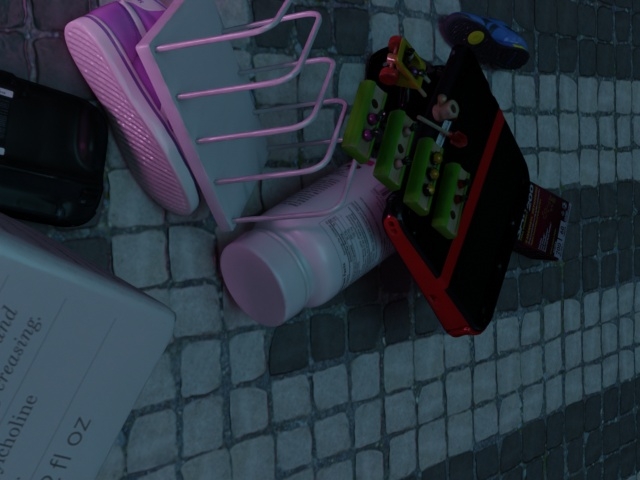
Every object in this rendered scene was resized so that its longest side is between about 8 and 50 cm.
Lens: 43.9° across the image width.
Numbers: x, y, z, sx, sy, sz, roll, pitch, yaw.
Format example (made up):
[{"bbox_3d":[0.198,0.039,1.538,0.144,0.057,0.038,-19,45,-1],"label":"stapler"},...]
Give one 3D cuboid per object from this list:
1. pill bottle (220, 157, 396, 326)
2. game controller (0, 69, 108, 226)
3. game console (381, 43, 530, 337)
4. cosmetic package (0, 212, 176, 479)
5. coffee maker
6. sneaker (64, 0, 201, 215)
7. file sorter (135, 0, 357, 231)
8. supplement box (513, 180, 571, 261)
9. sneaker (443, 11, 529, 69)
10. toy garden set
[{"bbox_3d":[0.000,0.000,1.181,0.283,0.160,0.160,-33,113,-36],"label":"pill bottle"},{"bbox_3d":[-0.390,-0.118,0.903,0.319,0.067,0.166,14,69,-42],"label":"game controller"},{"bbox_3d":[0.231,-0.072,1.293,0.342,0.060,0.386,51,50,-37],"label":"game console"},{"bbox_3d":[-0.413,0.096,0.673,0.394,0.327,0.329,30,84,-38],"label":"cosmetic package"},{"bbox_3d":[0.165,-0.233,1.364,0.178,0.120,0.171,7,112,-41],"label":"coffee maker"},{"bbox_3d":[-0.194,-0.182,1.041,0.161,0.102,0.282,-40,118,-38],"label":"sneaker"},{"bbox_3d":[-0.072,-0.183,1.022,0.192,0.173,0.277,-72,149,-47],"label":"file sorter"},{"bbox_3d":[0.405,-0.048,1.601,0.240,0.073,0.130,19,80,-40],"label":"supplement box"},{"bbox_3d":[0.309,-0.394,1.514,0.209,0.069,0.082,14,50,-33],"label":"sneaker"},{"bbox_3d":[0.148,-0.150,1.112,0.244,0.049,0.203,36,59,-35],"label":"toy garden set"}]
